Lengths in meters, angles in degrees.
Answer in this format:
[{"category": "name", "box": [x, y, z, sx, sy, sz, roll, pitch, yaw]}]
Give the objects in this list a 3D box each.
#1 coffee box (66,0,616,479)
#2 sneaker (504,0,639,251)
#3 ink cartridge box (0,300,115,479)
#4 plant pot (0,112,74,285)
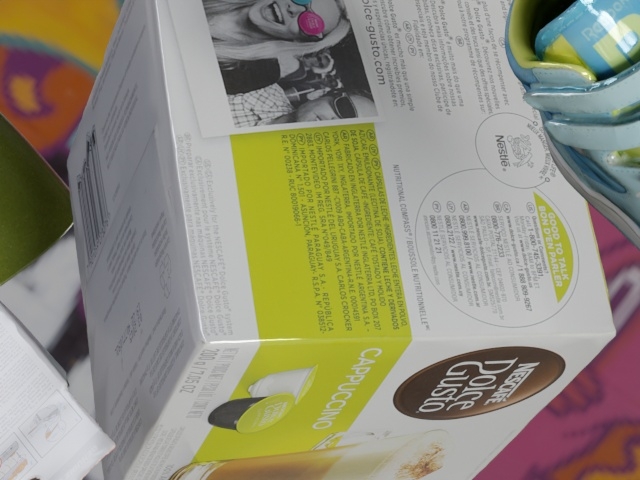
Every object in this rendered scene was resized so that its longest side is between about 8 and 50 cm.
[{"category": "coffee box", "box": [0.000, 0.000, 1.624, 0.334, 0.337, 0.338, -1, 63, -19]}, {"category": "sneaker", "box": [0.210, -0.041, 1.061, 0.319, 0.127, 0.208, 41, -5, 36]}, {"category": "ink cartridge box", "box": [-0.242, 0.156, 1.382, 0.225, 0.181, 0.056, 41, -7, 46]}, {"category": "plant pot", "box": [-0.439, -0.087, 2.055, 0.293, 0.275, 0.275, 60, 4, -17]}]
